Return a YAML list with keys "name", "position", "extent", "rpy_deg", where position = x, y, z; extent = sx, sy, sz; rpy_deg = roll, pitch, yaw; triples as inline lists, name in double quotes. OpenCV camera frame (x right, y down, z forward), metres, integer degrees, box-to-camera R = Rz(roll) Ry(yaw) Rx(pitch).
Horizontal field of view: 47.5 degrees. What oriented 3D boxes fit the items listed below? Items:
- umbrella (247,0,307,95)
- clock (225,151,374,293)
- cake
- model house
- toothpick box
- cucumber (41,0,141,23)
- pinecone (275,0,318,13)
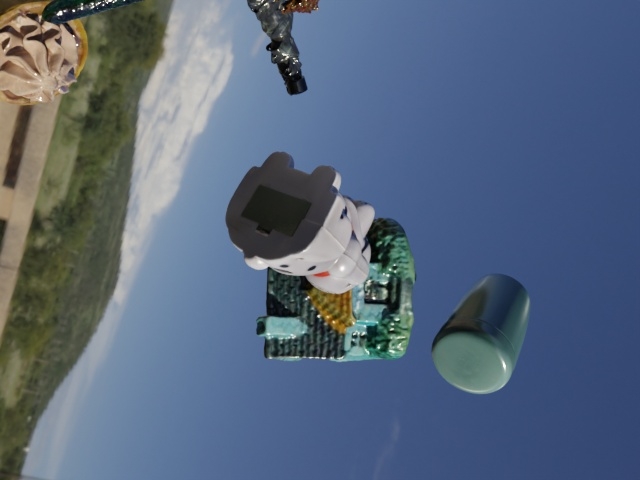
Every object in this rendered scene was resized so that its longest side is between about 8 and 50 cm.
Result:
- name: "umbrella"
  position: [-0.074, -0.372, 1.307]
  extent: [0.071, 0.080, 0.224]
  rpy_deg: [23, -44, 66]
- name: "clock"
  position: [0.000, -0.003, 1.117]
  extent: [0.188, 0.254, 0.189]
  rpy_deg: [-14, -118, 28]
- name: "cake"
  position: [-0.475, -0.318, 1.225]
  extent: [0.207, 0.178, 0.185]
  rpy_deg: [-42, 152, -28]
- name: "model house"
  position: [0.006, 0.081, 1.297]
  extent: [0.226, 0.241, 0.261]
  rpy_deg: [-15, -109, 51]
- name: "toothpick box"
  position: [0.252, 0.133, 1.106]
  extent: [0.184, 0.120, 0.120]
  rpy_deg: [-48, 176, -48]
- name: "cucumber"
  position: [-0.256, -0.277, 0.834]
  extent: [0.032, 0.133, 0.032]
  rpy_deg: [161, -90, -84]
- name: "pinecone"
  position: [-0.038, -0.428, 1.197]
  extent: [0.102, 0.102, 0.109]
  rpy_deg: [-34, -108, 61]
